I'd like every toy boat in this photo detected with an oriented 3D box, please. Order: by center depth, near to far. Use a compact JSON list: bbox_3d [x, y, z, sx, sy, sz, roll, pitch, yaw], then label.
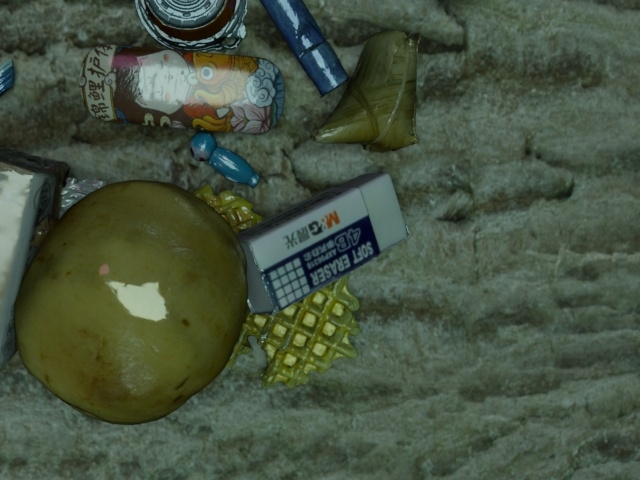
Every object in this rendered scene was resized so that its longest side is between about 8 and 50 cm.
[{"bbox_3d":[-0.558,-0.273,1.235,0.149,0.034,0.105,32,93,-9],"label":"toy boat"}]

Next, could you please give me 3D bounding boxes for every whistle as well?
[{"bbox_3d":[-0.057,-0.372,1.251,0.062,0.062,0.304,-33,100,1],"label":"whistle"}]

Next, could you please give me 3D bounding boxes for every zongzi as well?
[{"bbox_3d":[0.069,-0.236,1.234,0.197,0.099,0.194,-3,98,-38],"label":"zongzi"}]

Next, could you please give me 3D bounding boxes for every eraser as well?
[{"bbox_3d":[0.000,0.000,1.244,0.287,0.086,0.130,-27,103,-30],"label":"eraser"}]

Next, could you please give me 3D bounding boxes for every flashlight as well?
[{"bbox_3d":[-0.155,-0.132,1.286,0.129,0.051,0.051,30,95,-12],"label":"flashlight"}]

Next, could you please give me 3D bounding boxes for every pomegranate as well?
[{"bbox_3d":[-0.260,0.078,1.074,0.332,0.332,0.332,-1,99,-5],"label":"pomegranate"}]

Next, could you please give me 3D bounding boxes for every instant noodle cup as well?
[{"bbox_3d":[-0.204,-0.382,1.203,0.208,0.125,0.177,29,96,-8],"label":"instant noodle cup"}]

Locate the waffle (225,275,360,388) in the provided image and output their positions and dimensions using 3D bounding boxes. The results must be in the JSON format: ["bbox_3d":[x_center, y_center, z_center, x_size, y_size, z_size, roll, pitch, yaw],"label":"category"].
[{"bbox_3d":[-0.060,0.121,1.326,0.250,0.056,0.261,-17,94,-2],"label":"waffle"}]

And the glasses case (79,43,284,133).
[{"bbox_3d":[-0.217,-0.239,1.245,0.321,0.082,0.122,4,104,-5],"label":"glasses case"}]

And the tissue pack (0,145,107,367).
[{"bbox_3d":[-0.462,0.024,1.199,0.238,0.238,0.305,14,96,-7],"label":"tissue pack"}]

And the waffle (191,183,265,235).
[{"bbox_3d":[-0.220,0.028,1.271,0.280,0.060,0.262,29,86,7],"label":"waffle"}]
